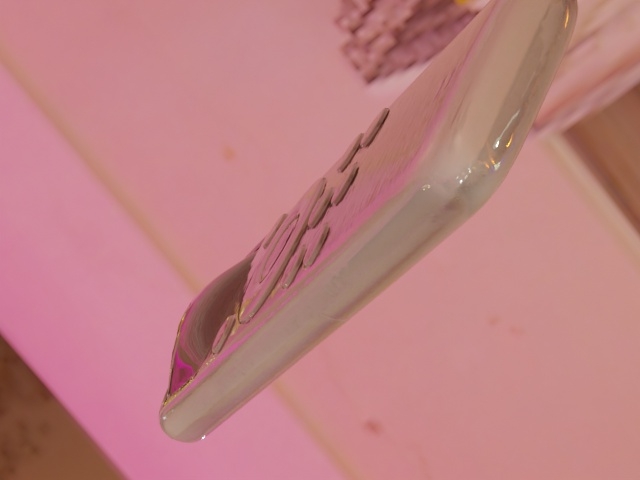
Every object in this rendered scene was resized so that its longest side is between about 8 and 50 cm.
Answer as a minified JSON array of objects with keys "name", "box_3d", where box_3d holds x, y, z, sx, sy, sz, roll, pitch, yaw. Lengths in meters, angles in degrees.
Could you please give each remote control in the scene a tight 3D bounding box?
[{"name":"remote control","box_3d":[0.000,0.000,0.569,0.067,0.029,0.261,-63,-172,-25]}]
